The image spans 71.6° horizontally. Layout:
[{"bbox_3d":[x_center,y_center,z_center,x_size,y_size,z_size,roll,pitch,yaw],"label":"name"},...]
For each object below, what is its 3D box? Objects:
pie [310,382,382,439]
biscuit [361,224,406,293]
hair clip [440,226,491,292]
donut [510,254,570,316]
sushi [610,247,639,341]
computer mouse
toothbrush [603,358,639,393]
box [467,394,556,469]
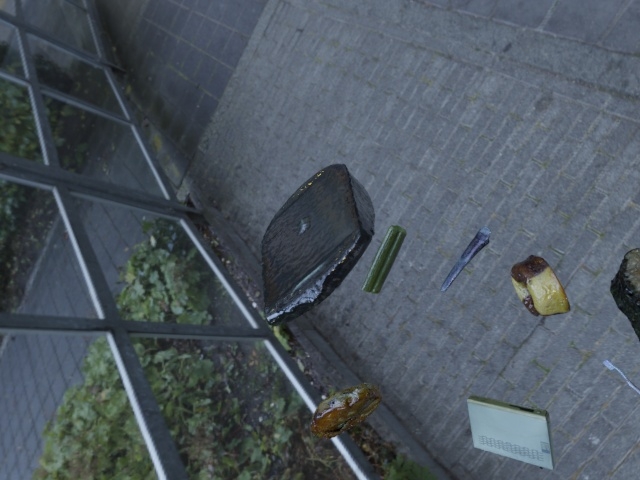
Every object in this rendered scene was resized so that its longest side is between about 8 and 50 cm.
[{"bbox_3d":[0.095,0.579,1.533,0.308,0.308,0.085,-50,55,20],"label":"pie"},{"bbox_3d":[0.275,0.086,1.897,0.323,0.099,0.038,-67,27,17],"label":"biscuit"},{"bbox_3d":[0.507,0.069,1.569,0.048,0.083,0.275,38,77,26],"label":"hair clip"},{"bbox_3d":[0.433,0.095,0.884,0.059,0.140,0.141,-24,61,6],"label":"donut"},{"bbox_3d":[1.038,0.188,1.344,0.210,0.171,0.350,3,48,8],"label":"sushi"},{"bbox_3d":[0.004,0.003,0.585,0.168,0.087,0.295,-41,23,17],"label":"computer mouse"},{"bbox_3d":[0.826,0.392,1.162,0.193,0.013,0.019,53,124,33],"label":"toothbrush"},{"bbox_3d":[0.642,0.647,1.507,0.270,0.045,0.211,-6,98,45],"label":"box"}]
